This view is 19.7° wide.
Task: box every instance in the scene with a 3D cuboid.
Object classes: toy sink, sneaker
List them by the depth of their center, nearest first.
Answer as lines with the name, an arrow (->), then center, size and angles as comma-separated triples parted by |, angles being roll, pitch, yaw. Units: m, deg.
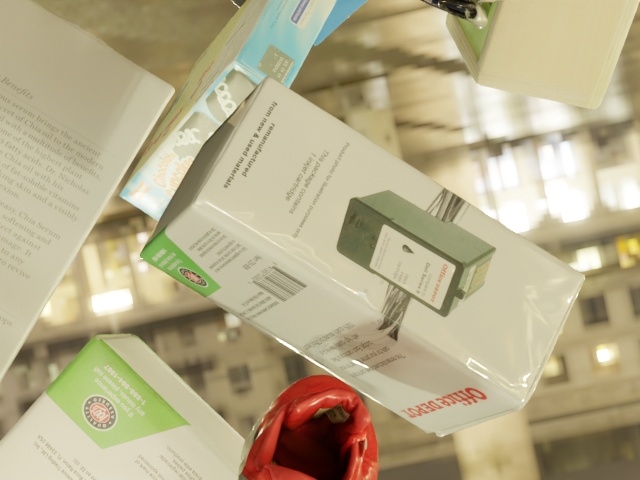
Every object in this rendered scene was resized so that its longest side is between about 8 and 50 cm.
sneaker -> 0.002, 0.149, 1.281 | 0.107, 0.118, 0.279 | 25, -160, 0
toy sink -> 0.209, -0.261, 1.647 | 0.131, 0.234, 0.153 | 11, -153, -14

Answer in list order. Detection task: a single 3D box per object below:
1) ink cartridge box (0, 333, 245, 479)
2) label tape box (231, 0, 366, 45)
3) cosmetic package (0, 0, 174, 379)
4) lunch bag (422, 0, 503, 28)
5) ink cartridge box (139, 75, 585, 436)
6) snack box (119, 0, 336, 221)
ink cartridge box -> -0.189, 0.241, 1.510 | 0.273, 0.198, 0.115 | -48, 171, 6
label tape box -> -0.028, -0.376, 2.053 | 0.240, 0.333, 0.106 | -40, -153, 18
cosmetic package -> -0.367, -0.026, 1.960 | 0.453, 0.230, 0.161 | -62, -173, -31
lunch bag -> 0.035, -0.306, 1.107 | 0.256, 0.305, 0.212 | 20, -166, 14
ink cartridge box -> 0.027, 0.021, 1.431 | 0.289, 0.122, 0.211 | 32, 161, -9
snack box -> -0.081, -0.155, 1.767 | 0.322, 0.060, 0.187 | -40, -160, 58
